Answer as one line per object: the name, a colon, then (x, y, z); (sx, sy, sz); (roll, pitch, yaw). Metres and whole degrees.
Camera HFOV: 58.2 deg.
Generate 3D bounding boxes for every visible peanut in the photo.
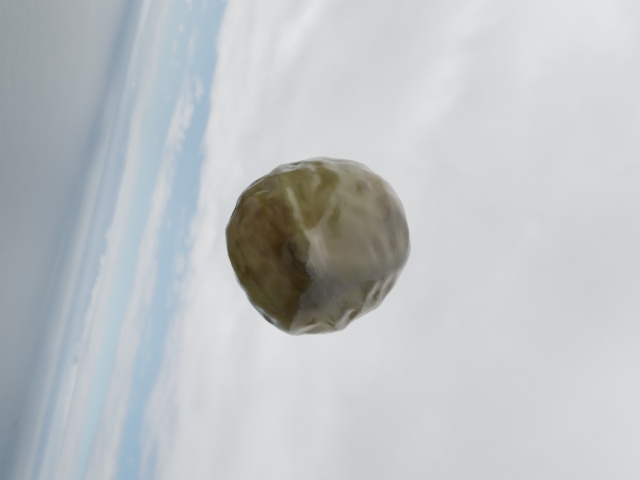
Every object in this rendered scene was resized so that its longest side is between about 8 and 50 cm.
peanut: (0.000, 0.000, 0.464); (0.109, 0.159, 0.141); (-32, -95, 55)
